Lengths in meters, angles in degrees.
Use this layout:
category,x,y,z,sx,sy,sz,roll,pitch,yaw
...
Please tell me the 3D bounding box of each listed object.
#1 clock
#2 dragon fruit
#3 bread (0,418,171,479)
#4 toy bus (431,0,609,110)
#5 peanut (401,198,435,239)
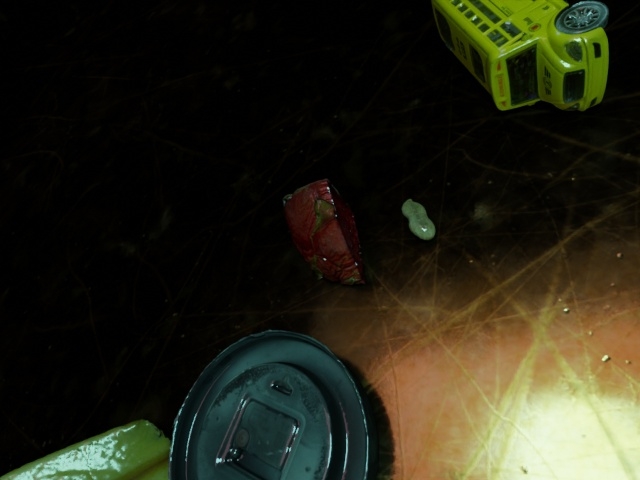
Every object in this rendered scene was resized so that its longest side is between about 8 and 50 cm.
category,x,y,z,sx,sy,sz,roll,pitch,yaw
clock,-0.071,0.282,0.585,0.313,0.061,0.312,-13,57,21
dragon fruit,-0.001,-0.001,0.679,0.127,0.120,0.161,-24,58,21
bread,-0.386,0.412,0.567,0.362,0.245,0.233,-38,65,0
toy bus,0.311,-0.330,0.686,0.152,0.144,0.330,-27,52,12
peanut,0.154,-0.035,0.667,0.037,0.037,0.083,-27,49,12
